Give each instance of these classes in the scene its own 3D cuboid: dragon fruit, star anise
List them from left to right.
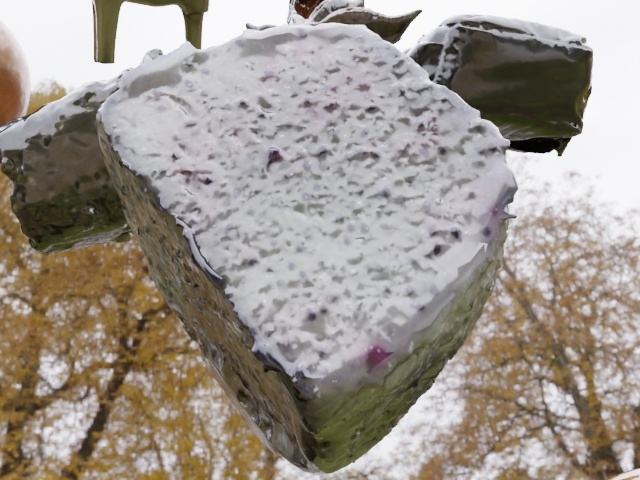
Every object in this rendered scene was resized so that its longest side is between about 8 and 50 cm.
[{"bbox_3d":[-0.002,-0.174,0.737,0.181,0.204,0.061,-1,-53,26],"label":"star anise"},{"bbox_3d":[0.000,0.000,0.565,0.221,0.283,0.204,-34,-25,-15],"label":"dragon fruit"}]

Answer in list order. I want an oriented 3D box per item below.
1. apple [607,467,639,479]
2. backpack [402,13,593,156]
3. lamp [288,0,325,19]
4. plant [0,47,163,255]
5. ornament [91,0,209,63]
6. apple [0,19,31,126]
[{"bbox_3d":[0.308,0.301,0.701,0.188,0.188,0.173,-7,-60,-2],"label":"apple"},{"bbox_3d":[0.275,-0.263,1.504,0.364,0.446,0.254,5,-88,-14],"label":"backpack"},{"bbox_3d":[-0.011,-0.406,1.056,0.215,0.151,0.223,-35,-42,7],"label":"lamp"},{"bbox_3d":[-0.247,-0.098,0.983,0.276,0.198,0.188,-21,-3,-10],"label":"plant"},{"bbox_3d":[-0.218,-0.379,1.165,0.230,0.061,0.244,-3,-75,-23],"label":"ornament"},{"bbox_3d":[-0.561,-0.232,1.197,0.254,0.253,0.253,-5,-42,-4],"label":"apple"}]
